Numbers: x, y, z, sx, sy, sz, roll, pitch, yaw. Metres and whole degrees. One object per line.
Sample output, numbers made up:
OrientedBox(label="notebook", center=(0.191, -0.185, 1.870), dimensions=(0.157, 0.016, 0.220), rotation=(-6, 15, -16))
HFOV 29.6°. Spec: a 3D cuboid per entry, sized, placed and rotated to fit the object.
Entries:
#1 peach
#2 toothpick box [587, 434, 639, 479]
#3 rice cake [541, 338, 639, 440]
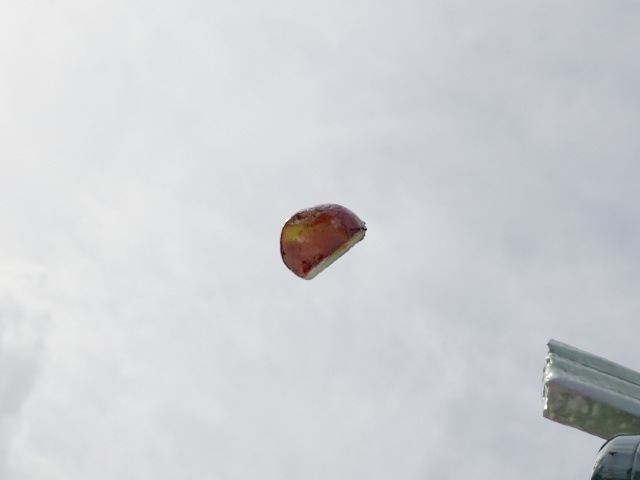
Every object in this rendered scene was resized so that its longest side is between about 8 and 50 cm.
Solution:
OrientedBox(label="peach", center=(0.000, 0.000, 1.161), dimensions=(0.083, 0.050, 0.077), rotation=(6, -98, 17))
OrientedBox(label="toothpick box", center=(0.268, 0.183, 0.761), dimensions=(0.184, 0.120, 0.120), rotation=(-4, -67, 28))
OrientedBox(label="rice cake", center=(0.278, 0.148, 0.927), dimensions=(0.237, 0.127, 0.043), rotation=(22, -74, 4))
